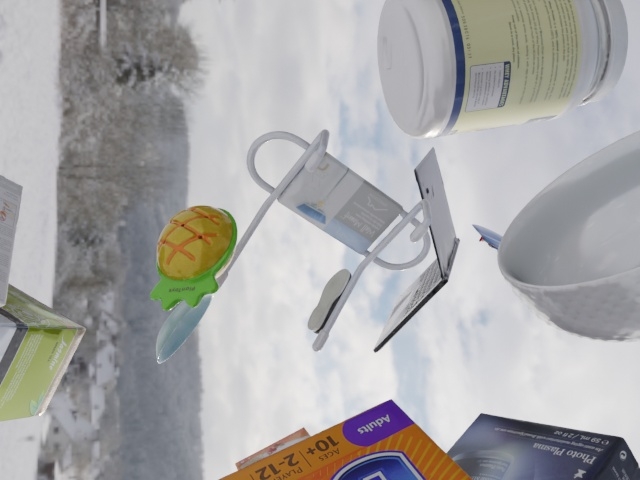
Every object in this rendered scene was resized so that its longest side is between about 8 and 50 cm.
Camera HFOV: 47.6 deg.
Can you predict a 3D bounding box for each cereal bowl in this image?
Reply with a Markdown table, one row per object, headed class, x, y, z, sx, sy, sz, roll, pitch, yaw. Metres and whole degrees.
| class | x | y | z | sx | sy | sz | roll | pitch | yaw |
| --- | --- | --- | --- | --- | --- | --- | --- | --- | --- |
| cereal bowl | 0.379 | -0.003 | 0.799 | 0.141 | 0.339 | 0.339 | 54 | -8 | -13 |

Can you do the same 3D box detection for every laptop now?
| class | x | y | z | sx | sy | sz | roll | pitch | yaw |
| --- | --- | --- | --- | --- | --- | --- | --- | --- | --- |
| laptop | 0.222 | 0.012 | 1.863 | 0.408 | 0.236 | 0.382 | -49 | 178 | 21 |

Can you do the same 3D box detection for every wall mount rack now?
| class | x | y | z | sx | sy | sz | roll | pitch | yaw |
| --- | --- | --- | --- | --- | --- | --- | --- | --- | --- |
| wall mount rack | 0.000 | 0.000 | 1.168 | 0.304 | 0.350 | 0.130 | -50 | -165 | 27 |

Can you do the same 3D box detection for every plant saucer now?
| class | x | y | z | sx | sy | sz | roll | pitch | yaw |
| --- | --- | --- | --- | --- | --- | --- | --- | --- | --- |
| plant saucer | -0.310 | 0.182 | 1.600 | 0.195 | 0.037 | 0.195 | -54 | 173 | -9 |

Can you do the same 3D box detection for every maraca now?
| class | x | y | z | sx | sy | sz | roll | pitch | yaw |
| --- | --- | --- | --- | --- | --- | --- | --- | --- | --- |
| maraca | -0.183 | 0.023 | 1.049 | 0.099 | 0.127 | 0.185 | 59 | 29 | -43 |

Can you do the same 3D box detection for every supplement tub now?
| class | x | y | z | sx | sy | sz | roll | pitch | yaw |
| --- | --- | --- | --- | --- | --- | --- | --- | --- | --- |
| supplement tub | 0.274 | -0.293 | 1.124 | 0.235 | 0.325 | 0.235 | 170 | -90 | -77 |

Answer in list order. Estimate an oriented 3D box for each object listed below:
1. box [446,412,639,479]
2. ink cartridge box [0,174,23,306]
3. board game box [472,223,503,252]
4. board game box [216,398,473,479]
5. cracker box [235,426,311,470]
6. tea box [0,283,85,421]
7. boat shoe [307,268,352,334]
| class | x | y | z | sx | sy | sz | roll | pitch | yaw |
| --- | --- | --- | --- | --- | --- | --- | --- | --- | --- |
| box | 0.304 | 0.440 | 1.115 | 0.296 | 0.294 | 0.182 | -9 | -64 | 57 |
| ink cartridge box | -0.582 | -0.017 | 1.180 | 0.181 | 0.056 | 0.224 | 40 | 42 | -59 |
| board game box | 0.428 | 0.017 | 1.753 | 0.033 | 0.133 | 0.168 | -62 | -163 | 17 |
| board game box | 0.030 | 0.460 | 0.744 | 0.356 | 0.357 | 0.356 | 39 | -39 | 48 |
| cracker box | -0.054 | 0.448 | 1.335 | 0.067 | 0.156 | 0.232 | 69 | -14 | -16 |
| tea box | -0.725 | 0.194 | 1.452 | 0.219 | 0.329 | 0.323 | -64 | 165 | -2 |
| boat shoe | 0.024 | 0.110 | 1.278 | 0.046 | 0.038 | 0.125 | 15 | -106 | 54 |
